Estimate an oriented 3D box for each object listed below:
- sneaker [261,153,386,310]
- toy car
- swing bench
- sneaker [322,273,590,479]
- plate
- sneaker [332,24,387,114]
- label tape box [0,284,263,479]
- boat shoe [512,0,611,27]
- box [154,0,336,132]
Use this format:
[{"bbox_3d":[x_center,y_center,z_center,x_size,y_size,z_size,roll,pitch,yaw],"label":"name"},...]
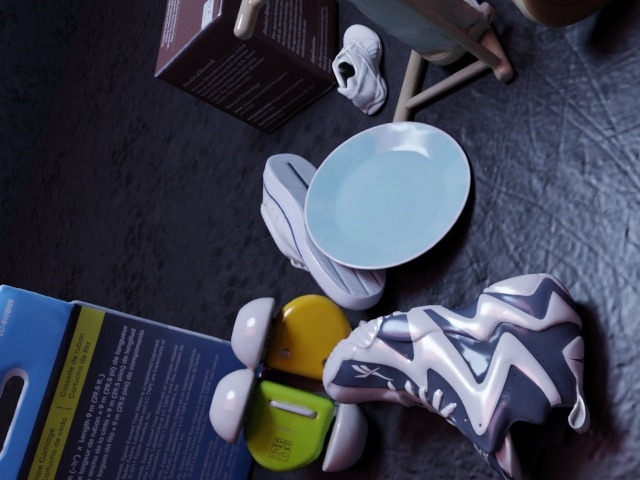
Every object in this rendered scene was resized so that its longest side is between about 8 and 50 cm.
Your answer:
[{"bbox_3d":[0.000,0.000,0.806,0.258,0.094,0.091,-120,30,-43],"label":"sneaker"},{"bbox_3d":[-0.023,0.149,0.715,0.136,0.159,0.182,117,168,-81],"label":"toy car"},{"bbox_3d":[0.061,-0.296,0.723,0.165,0.253,0.255,-22,56,45],"label":"swing bench"},{"bbox_3d":[0.108,0.136,0.553,0.235,0.094,0.153,-20,53,20],"label":"sneaker"},{"bbox_3d":[0.072,-0.048,0.731,0.188,0.024,0.188,-12,56,19],"label":"plate"},{"bbox_3d":[0.047,-0.235,0.874,0.053,0.061,0.152,-39,43,37],"label":"sneaker"},{"bbox_3d":[-0.237,0.210,0.761,0.115,0.347,0.249,0,72,52],"label":"label tape box"},{"bbox_3d":[0.266,-0.344,0.611,0.341,0.121,0.110,-56,32,-1],"label":"boat shoe"},{"bbox_3d":[-0.103,-0.295,0.976,0.167,0.203,0.169,-26,52,43],"label":"box"}]
